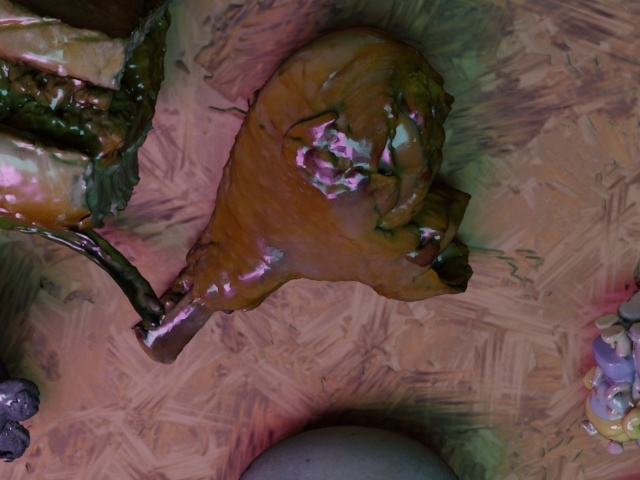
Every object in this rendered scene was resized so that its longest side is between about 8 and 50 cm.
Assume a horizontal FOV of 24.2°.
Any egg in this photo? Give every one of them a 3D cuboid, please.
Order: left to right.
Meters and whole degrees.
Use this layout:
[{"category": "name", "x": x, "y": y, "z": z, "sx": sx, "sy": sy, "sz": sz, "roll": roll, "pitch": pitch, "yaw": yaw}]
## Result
[{"category": "egg", "x": 0.028, "y": 0.269, "z": 1.487, "sx": 0.236, "sy": 0.169, "sz": 0.169, "roll": 1, "pitch": 114, "yaw": 1}]

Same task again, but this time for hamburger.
[{"category": "hamburger", "x": -0.258, "y": -0.157, "z": 1.219, "sx": 0.277, "sy": 0.318, "sz": 0.195, "roll": 21, "pitch": 110, "yaw": -1}]

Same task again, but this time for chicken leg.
[{"category": "chicken leg", "x": 0.000, "y": 0.000, "z": 1.389, "sx": 0.295, "sy": 0.182, "sz": 0.409, "roll": 29, "pitch": 119, "yaw": -30}]

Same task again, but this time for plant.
[{"category": "plant", "x": -0.339, "y": -0.008, "z": 1.367, "sx": 0.333, "sy": 0.251, "sz": 0.180, "roll": 27, "pitch": 117, "yaw": -39}]

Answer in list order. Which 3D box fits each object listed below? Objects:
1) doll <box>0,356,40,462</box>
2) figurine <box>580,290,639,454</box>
[{"category": "doll", "x": -0.388, "y": 0.184, "z": 1.385, "sx": 0.246, "sy": 0.158, "sz": 0.340, "roll": 16, "pitch": 140, "yaw": -21}, {"category": "figurine", "x": 0.343, "y": 0.167, "z": 1.479, "sx": 0.155, "sy": 0.127, "sz": 0.235, "roll": -17, "pitch": 124, "yaw": -17}]
